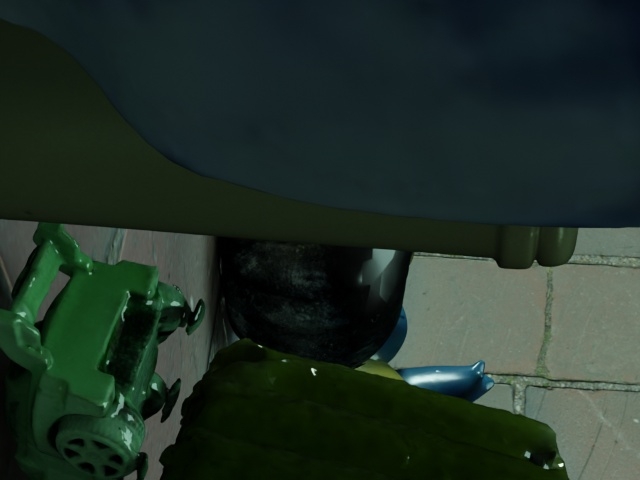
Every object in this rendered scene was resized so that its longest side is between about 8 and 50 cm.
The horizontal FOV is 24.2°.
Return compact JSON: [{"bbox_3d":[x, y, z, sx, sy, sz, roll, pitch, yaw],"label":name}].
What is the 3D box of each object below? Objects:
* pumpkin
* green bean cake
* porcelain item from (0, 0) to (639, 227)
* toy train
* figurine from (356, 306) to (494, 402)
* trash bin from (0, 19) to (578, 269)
[{"bbox_3d":[0.000,0.000,1.282,0.233,0.163,0.233,5,90,-86],"label":"pumpkin"},{"bbox_3d":[-0.011,0.250,0.738,0.335,0.218,0.319,-72,178,-66],"label":"green bean cake"},{"bbox_3d":[0.048,-0.127,0.373,0.242,0.405,0.178,84,16,-44],"label":"porcelain item"},{"bbox_3d":[-0.106,0.067,0.674,0.149,0.081,0.099,112,-4,-49],"label":"toy train"},{"bbox_3d":[0.042,0.227,1.576,0.243,0.298,0.416,13,-80,61],"label":"figurine"},{"bbox_3d":[-0.021,-0.117,0.564,0.121,0.247,0.243,-8,102,-85],"label":"trash bin"}]
